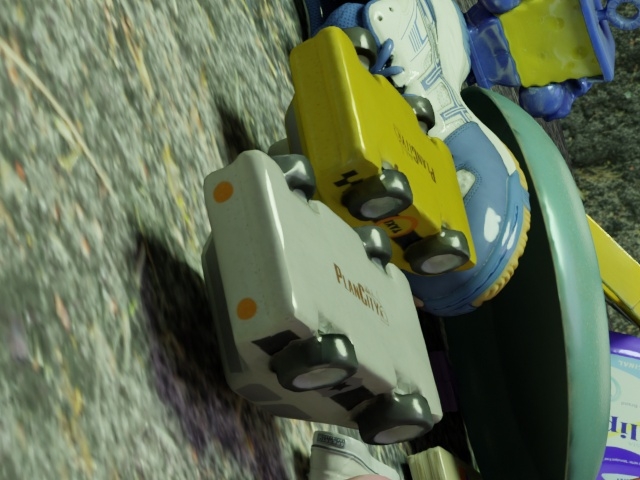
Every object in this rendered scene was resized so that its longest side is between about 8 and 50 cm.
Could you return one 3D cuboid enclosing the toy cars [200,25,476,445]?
[{"bbox_3d":[0.000,0.000,0.978,0.393,0.087,0.176,-65,133,-68],"label":"toy cars"}]

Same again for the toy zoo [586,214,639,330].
[{"bbox_3d":[0.179,-0.020,1.542,0.293,0.030,0.192,44,2,1],"label":"toy zoo"}]

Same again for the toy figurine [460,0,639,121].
[{"bbox_3d":[0.195,-0.145,1.744,0.191,0.217,0.362,-88,158,-57],"label":"toy figurine"}]

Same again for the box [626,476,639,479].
[{"bbox_3d":[0.169,0.203,1.037,0.122,0.257,0.128,-59,131,-76],"label":"box"}]

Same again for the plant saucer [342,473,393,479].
[{"bbox_3d":[0.028,0.257,0.739,0.332,0.084,0.332,-17,90,-79],"label":"plant saucer"}]

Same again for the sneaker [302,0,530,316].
[{"bbox_3d":[0.039,-0.080,1.247,0.131,0.112,0.296,37,26,-40],"label":"sneaker"}]

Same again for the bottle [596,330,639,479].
[{"bbox_3d":[0.217,0.188,1.423,0.283,0.118,0.092,-89,-165,-50],"label":"bottle"}]

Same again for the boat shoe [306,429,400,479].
[{"bbox_3d":[0.015,0.125,0.998,0.100,0.035,0.035,56,48,-67],"label":"boat shoe"}]

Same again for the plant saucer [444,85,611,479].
[{"bbox_3d":[0.139,0.049,1.353,0.317,0.044,0.317,172,-90,-81],"label":"plant saucer"}]

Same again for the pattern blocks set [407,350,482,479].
[{"bbox_3d":[0.096,0.217,1.251,0.285,0.026,0.324,51,25,-62],"label":"pattern blocks set"}]
